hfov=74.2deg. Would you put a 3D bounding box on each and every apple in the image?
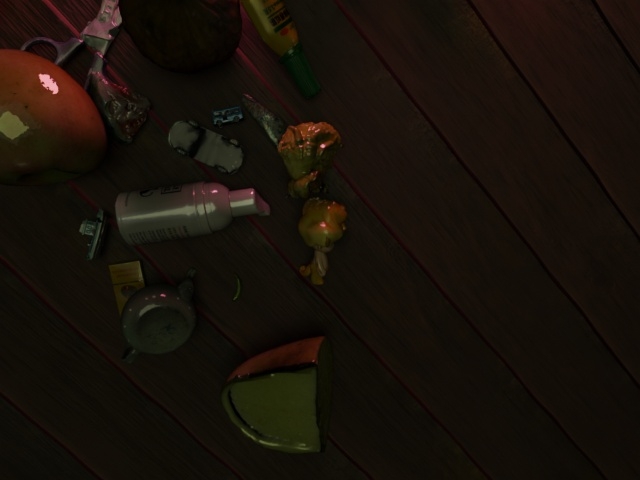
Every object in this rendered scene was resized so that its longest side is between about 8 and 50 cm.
[{"bbox_3d":[-0.674,-0.274,0.966,0.319,0.319,0.277,-14,90,-3],"label":"apple"}]

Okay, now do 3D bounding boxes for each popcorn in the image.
[{"bbox_3d":[-0.027,-0.212,1.119,0.173,0.168,0.195,1,104,28],"label":"popcorn"}]

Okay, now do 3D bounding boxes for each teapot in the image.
[{"bbox_3d":[-0.434,0.207,1.141,0.193,0.129,0.294,42,88,-28],"label":"teapot"}]

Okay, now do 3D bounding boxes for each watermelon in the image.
[{"bbox_3d":[-0.507,-0.345,1.081,0.139,0.071,0.187,-23,114,-17],"label":"watermelon"}]

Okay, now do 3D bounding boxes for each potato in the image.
[{"bbox_3d":[-0.113,0.404,1.194,0.280,0.213,0.330,-1,114,10],"label":"potato"}]

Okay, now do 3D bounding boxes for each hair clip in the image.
[{"bbox_3d":[-0.133,-0.308,1.149,0.066,0.036,0.229,-43,100,-5],"label":"hair clip"}]

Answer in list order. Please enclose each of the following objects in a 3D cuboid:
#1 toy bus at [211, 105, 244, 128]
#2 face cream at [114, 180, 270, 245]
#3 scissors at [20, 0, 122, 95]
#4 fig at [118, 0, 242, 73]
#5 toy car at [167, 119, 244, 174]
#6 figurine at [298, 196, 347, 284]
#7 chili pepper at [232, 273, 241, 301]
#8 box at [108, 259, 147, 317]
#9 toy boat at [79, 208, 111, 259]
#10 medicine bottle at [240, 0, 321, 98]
[{"bbox_3d":[-0.249,-0.331,1.132,0.083,0.038,0.046,-14,95,-5],"label":"toy bus"},{"bbox_3d":[-0.322,-0.084,1.110,0.369,0.145,0.145,-10,99,-5],"label":"face cream"},{"bbox_3d":[-0.554,-0.528,1.077,0.256,0.029,0.383,36,92,-13],"label":"scissors"},{"bbox_3d":[-0.311,-0.549,0.937,0.286,0.368,0.286,0,91,-13],"label":"fig"},{"bbox_3d":[-0.303,-0.250,1.131,0.205,0.056,0.095,23,96,-5],"label":"toy car"},{"bbox_3d":[0.000,0.000,1.158,0.131,0.156,0.246,6,110,-4],"label":"figurine"},{"bbox_3d":[-0.241,0.136,1.214,0.030,0.017,0.083,10,98,-6],"label":"chili pepper"},{"bbox_3d":[-0.530,0.135,1.183,0.087,0.023,0.155,-9,99,-7],"label":"box"},{"bbox_3d":[-0.609,-0.018,1.132,0.066,0.059,0.140,16,95,-25],"label":"toy boat"},{"bbox_3d":[-0.093,-0.506,1.073,0.111,0.076,0.309,-49,123,-27],"label":"medicine bottle"}]
